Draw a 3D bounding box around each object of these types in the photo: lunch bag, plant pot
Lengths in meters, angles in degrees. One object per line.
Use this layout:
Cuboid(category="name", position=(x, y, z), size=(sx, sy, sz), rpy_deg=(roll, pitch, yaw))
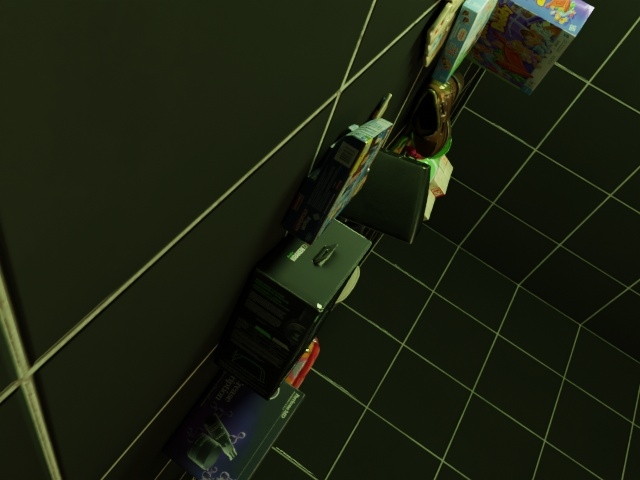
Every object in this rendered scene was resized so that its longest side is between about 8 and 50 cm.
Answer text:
Cuboid(category="lunch bag", position=(-0.116, 0.366, 1.655), size=(0.258, 0.120, 0.293), rpy_deg=(-57, -175, -2))
Cuboid(category="plant pot", position=(0.164, -0.116, 1.331), size=(0.188, 0.187, 0.167), rpy_deg=(-32, 143, -72))

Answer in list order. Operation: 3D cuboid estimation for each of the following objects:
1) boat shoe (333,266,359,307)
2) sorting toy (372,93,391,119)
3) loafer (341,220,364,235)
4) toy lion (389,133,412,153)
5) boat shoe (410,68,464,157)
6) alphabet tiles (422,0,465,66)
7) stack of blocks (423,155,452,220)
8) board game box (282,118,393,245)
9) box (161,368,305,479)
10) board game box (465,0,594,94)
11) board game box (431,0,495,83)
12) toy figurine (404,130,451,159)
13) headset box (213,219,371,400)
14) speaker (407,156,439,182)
Cuboid(category="boat shoe", position=(-0.006, 0.195, 1.857), size=(0.335, 0.112, 0.095), rpy_deg=(-50, -170, -3))
Cuboid(category="sorting toy", position=(0.101, -0.224, 1.046), size=(0.083, 0.012, 0.062), rpy_deg=(-58, 178, -10))
Cuboid(category="loafer", position=(0.051, 0.009, 1.421), size=(0.223, 0.076, 0.078), rpy_deg=(-40, 122, -56))
Cuboid(category="toy lion", position=(0.206, -0.245, 1.581), size=(0.100, 0.034, 0.096), rpy_deg=(-59, 164, 20))
Cuboid(category="boat shoe", position=(0.276, -0.311, 1.483), size=(0.104, 0.111, 0.307), rpy_deg=(-46, 158, -23))
Cuboid(category="alphabet tiles", position=(0.268, -0.465, 1.059), size=(0.278, 0.021, 0.284), rpy_deg=(-57, 173, 2))
Cuboid(category="stack of blocks", position=(0.399, -0.202, 2.254), size=(0.171, 0.087, 0.297), rpy_deg=(-16, -144, 40))
Cuboid(category="board game box", position=(0.037, -0.113, 0.935), size=(0.194, 0.060, 0.194), rpy_deg=(-61, 173, 29))
Cuboid(category="box", position=(-0.179, 0.390, 1.228), size=(0.261, 0.184, 0.103), rpy_deg=(-55, 173, -16))
Cuboid(category="board game box", position=(0.472, -0.501, 1.384), size=(0.078, 0.233, 0.347), rpy_deg=(-56, 172, -2))
Cuboid(category="board game box", position=(0.307, -0.441, 1.167), size=(0.160, 0.039, 0.211), rpy_deg=(-53, 171, -20))
Cuboid(category="toy figurine", position=(0.326, -0.324, 1.818), size=(0.159, 0.130, 0.173), rpy_deg=(153, -52, -78))
Cuboid(category="headset box", position=(-0.047, 0.107, 1.066), size=(0.246, 0.131, 0.283), rpy_deg=(-47, 168, -53))
Cuboid(category="speaker", position=(0.318, -0.196, 2.112), size=(0.296, 0.131, 0.131), rpy_deg=(-53, 172, -20))
